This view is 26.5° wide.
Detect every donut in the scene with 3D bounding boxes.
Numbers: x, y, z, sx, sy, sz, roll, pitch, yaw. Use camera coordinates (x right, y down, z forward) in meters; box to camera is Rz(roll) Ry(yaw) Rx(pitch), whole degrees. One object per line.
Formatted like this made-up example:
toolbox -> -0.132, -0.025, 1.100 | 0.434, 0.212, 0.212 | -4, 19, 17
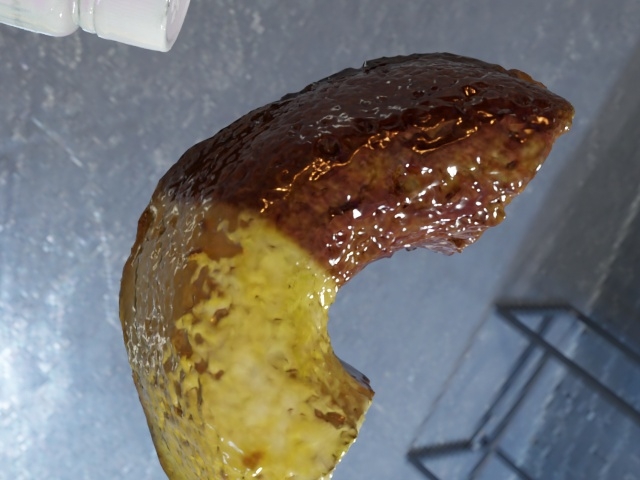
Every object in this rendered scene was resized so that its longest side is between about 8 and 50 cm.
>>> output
donut -> 0.000, 0.000, 0.659 | 0.295, 0.151, 0.112 | -55, -168, -9

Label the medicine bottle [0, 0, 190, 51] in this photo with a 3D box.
medicine bottle -> -0.219, -0.234, 1.012 | 0.152, 0.254, 0.152 | -164, -90, -88
